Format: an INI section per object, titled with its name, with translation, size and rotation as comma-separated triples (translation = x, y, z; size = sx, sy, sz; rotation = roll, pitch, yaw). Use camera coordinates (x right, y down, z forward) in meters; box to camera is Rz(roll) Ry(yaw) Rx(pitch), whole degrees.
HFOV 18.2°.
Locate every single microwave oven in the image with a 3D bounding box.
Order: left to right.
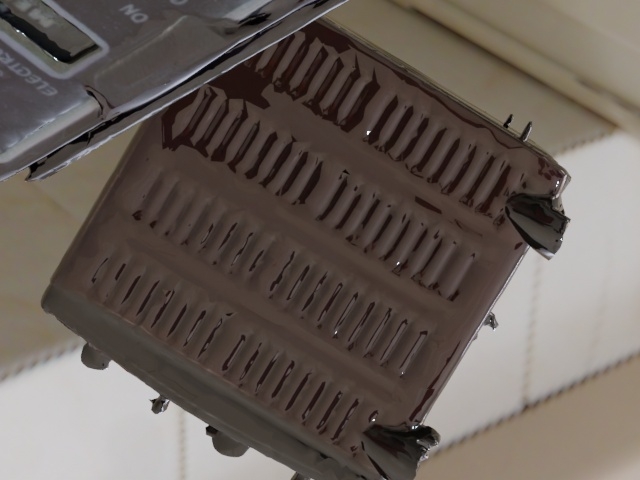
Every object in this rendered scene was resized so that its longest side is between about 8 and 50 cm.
[microwave oven]
translation = -0.001, -0.002, 0.920
size = 0.188, 0.178, 0.247
rotation = -61, 179, 5

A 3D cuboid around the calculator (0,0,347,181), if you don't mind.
[calculator]
translation = -0.060, -0.108, 0.556
size = 0.274, 0.028, 0.166
rotation = -26, 133, 36
